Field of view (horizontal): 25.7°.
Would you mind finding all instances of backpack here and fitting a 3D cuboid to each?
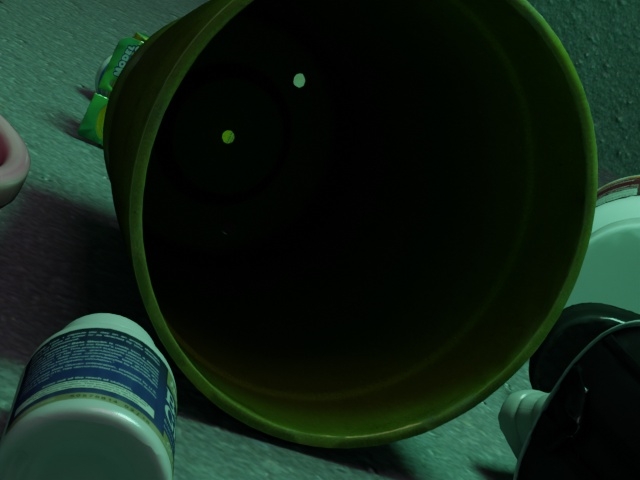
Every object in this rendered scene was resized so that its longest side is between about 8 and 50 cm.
[{"bbox_3d":[0.265,0.184,0.971,0.191,0.225,0.253,17,17,-43],"label":"backpack"}]

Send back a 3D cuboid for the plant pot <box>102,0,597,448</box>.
[{"bbox_3d":[-0.025,-0.064,1.156,0.366,0.366,0.353,21,4,-26],"label":"plant pot"}]

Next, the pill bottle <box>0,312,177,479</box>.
[{"bbox_3d":[-0.128,0.102,0.794,0.094,0.094,0.169,25,14,-12],"label":"pill bottle"}]

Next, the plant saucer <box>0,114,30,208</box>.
[{"bbox_3d":[-0.382,-0.090,1.032,0.332,0.084,0.332,26,13,-6],"label":"plant saucer"}]

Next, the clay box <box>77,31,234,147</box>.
[{"bbox_3d":[-0.155,-0.143,1.558,0.222,0.127,0.053,19,15,-32],"label":"clay box"}]

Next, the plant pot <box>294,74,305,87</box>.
[{"bbox_3d":[0.009,-0.277,1.976,0.333,0.305,0.334,26,14,-7],"label":"plant pot"}]

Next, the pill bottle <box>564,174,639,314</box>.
[{"bbox_3d":[0.393,0.046,1.704,0.224,0.224,0.392,30,14,8],"label":"pill bottle"}]

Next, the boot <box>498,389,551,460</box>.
[{"bbox_3d":[0.261,0.194,1.206,0.123,0.095,0.258,3,-31,47],"label":"boot"}]

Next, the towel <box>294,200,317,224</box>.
[{"bbox_3d":[0.000,0.000,1.363,0.029,0.067,0.119,52,25,-57],"label":"towel"}]

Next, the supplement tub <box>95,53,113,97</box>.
[{"bbox_3d":[-0.214,-0.176,1.682,0.107,0.071,0.071,37,17,32],"label":"supplement tub"}]

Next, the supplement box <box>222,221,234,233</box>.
[{"bbox_3d":[0.019,0.005,1.466,0.239,0.073,0.130,31,15,18],"label":"supplement box"}]

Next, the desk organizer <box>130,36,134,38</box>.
[{"bbox_3d":[-0.233,-0.255,1.982,0.050,0.047,0.130,32,15,9],"label":"desk organizer"}]

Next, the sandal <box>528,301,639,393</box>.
[{"bbox_3d":[0.424,0.172,1.427,0.445,0.168,0.107,25,18,-6],"label":"sandal"}]
